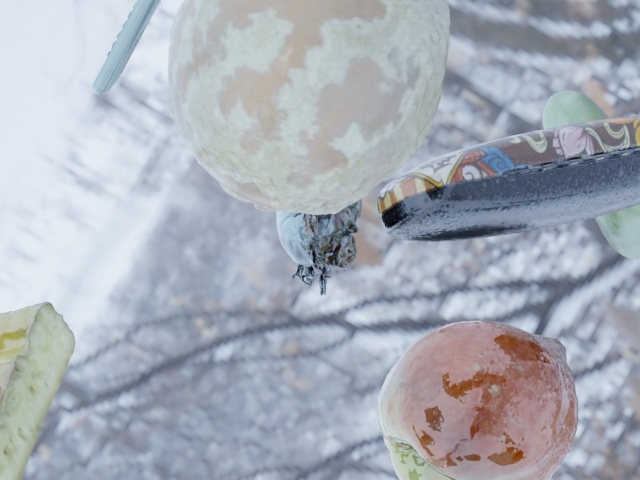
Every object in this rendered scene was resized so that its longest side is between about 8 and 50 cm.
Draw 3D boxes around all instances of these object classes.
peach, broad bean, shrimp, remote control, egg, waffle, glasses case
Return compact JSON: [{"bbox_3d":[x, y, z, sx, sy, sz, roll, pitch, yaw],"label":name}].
[{"bbox_3d":[0.175,0.178,1.945,0.232,0.232,0.232,-60,-178,4],"label":"peach"},{"bbox_3d":[0.315,-0.065,1.954,0.100,0.228,0.169,-44,-168,7],"label":"broad bean"},{"bbox_3d":[0.000,0.000,1.600,0.233,0.079,0.090,-91,-178,-65],"label":"shrimp"},{"bbox_3d":[-0.157,-0.178,1.528,0.124,0.018,0.053,-57,-176,31],"label":"remote control"},{"bbox_3d":[-0.007,-0.137,1.303,0.203,0.203,0.245,131,-22,-79],"label":"egg"},{"bbox_3d":[-0.298,0.172,1.407,0.168,0.057,0.274,-15,-138,32],"label":"waffle"},{"bbox_3d":[0.204,-0.055,1.606,0.122,0.321,0.082,150,-72,-68],"label":"glasses case"}]
